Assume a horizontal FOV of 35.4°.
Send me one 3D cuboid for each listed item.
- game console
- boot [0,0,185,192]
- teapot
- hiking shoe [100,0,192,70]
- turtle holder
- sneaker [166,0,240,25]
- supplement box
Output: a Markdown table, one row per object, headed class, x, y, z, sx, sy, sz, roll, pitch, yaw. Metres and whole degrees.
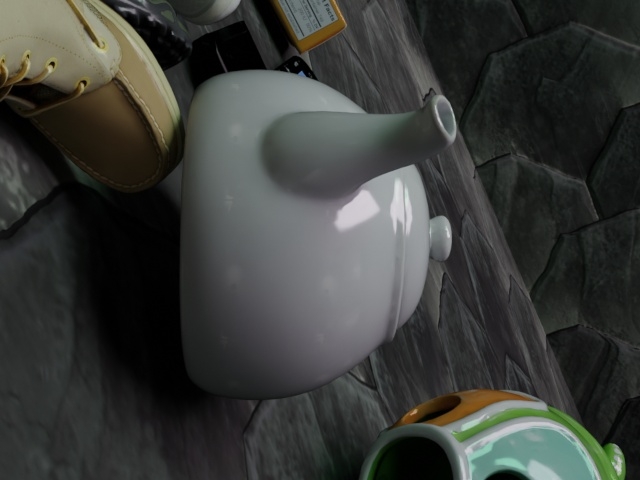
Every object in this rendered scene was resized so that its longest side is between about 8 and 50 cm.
| class | x | y | z | sx | sy | sz | roll | pitch | yaw |
| --- | --- | --- | --- | --- | --- | --- | --- | --- | --- |
| game console | -0.043 | -0.152 | 1.131 | 0.213 | 0.043 | 0.361 | 65 | 17 | -13 |
| boot | -0.179 | -0.089 | 0.557 | 0.262 | 0.095 | 0.203 | 56 | 21 | -31 |
| teapot | 0.000 | 0.000 | 0.726 | 0.256 | 0.187 | 0.253 | -99 | -169 | -72 |
| hiking shoe | -0.169 | -0.199 | 0.733 | 0.227 | 0.086 | 0.114 | 29 | 46 | -63 |
| turtle holder | 0.134 | 0.290 | 0.911 | 0.227 | 0.243 | 0.320 | 29 | 81 | -43 |
| sneaker | -0.172 | -0.309 | 0.850 | 0.292 | 0.110 | 0.118 | 58 | 28 | -11 |
| supplement box | -0.053 | -0.355 | 1.252 | 0.233 | 0.080 | 0.078 | 63 | 0 | -23 |
